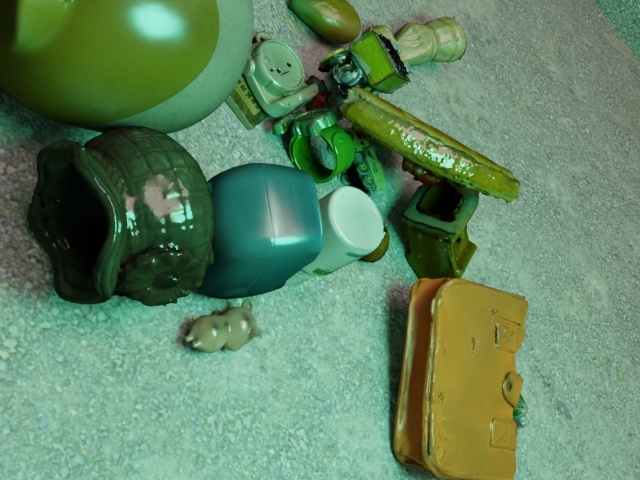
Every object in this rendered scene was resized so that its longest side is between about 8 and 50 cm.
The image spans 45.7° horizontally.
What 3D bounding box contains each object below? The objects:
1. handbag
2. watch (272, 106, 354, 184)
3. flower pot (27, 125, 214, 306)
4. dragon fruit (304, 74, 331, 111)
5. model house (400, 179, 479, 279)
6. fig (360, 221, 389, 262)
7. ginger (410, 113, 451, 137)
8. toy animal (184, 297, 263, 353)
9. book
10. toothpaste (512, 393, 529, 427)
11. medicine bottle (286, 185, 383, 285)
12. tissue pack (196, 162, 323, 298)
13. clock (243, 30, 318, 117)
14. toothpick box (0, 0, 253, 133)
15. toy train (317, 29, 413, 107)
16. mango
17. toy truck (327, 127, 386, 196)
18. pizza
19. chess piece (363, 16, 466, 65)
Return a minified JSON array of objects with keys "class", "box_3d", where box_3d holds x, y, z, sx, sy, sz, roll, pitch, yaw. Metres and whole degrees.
[{"class":"handbag","box_3d":[0.310,0.295,1.620,0.303,0.116,0.410,16,75,-33]},{"class":"watch","box_3d":[-0.009,-0.209,1.668,0.131,0.165,0.152,-40,122,-46]},{"class":"flower pot","box_3d":[-0.308,-0.023,1.199,0.213,0.302,0.302,-14,78,-40]},{"class":"dragon fruit","box_3d":[-0.003,-0.341,1.779,0.060,0.056,0.083,8,62,-37]},{"class":"model house","box_3d":[0.303,-0.005,1.799,0.268,0.173,0.239,-49,135,-42]},{"class":"fig","box_3d":[0.124,-0.005,1.670,0.089,0.125,0.089,17,57,-29]},{"class":"ginger","box_3d":[0.319,-0.221,1.989,0.333,0.081,0.148,23,40,-32]},{"class":"toy animal","box_3d":[-0.172,0.162,1.359,0.150,0.089,0.083,-18,85,-35]},{"class":"book","box_3d":[-0.142,-0.359,1.691,0.160,0.024,0.228,52,45,-10]},{"class":"toothpaste","box_3d":[0.434,0.335,1.825,0.078,0.047,0.248,-21,81,-47]},{"class":"medicine bottle","box_3d":[0.000,0.000,1.480,0.139,0.237,0.139,19,57,-32]},{"class":"tissue pack","box_3d":[-0.137,-0.009,1.335,0.206,0.287,0.198,-4,73,-24]},{"class":"clock","box_3d":[-0.101,-0.374,1.674,0.151,0.062,0.191,-38,98,-46]},{"class":"toothpick box","box_3d":[-0.355,-0.383,1.239,0.425,0.409,0.409,3,67,-48]},{"class":"toy train","box_3d":[0.107,-0.399,1.791,0.134,0.177,0.261,60,16,1]},{"class":"mango","box_3d":[0.013,-0.564,1.889,0.194,0.092,0.130,15,61,-25]},{"class":"toy truck","box_3d":[0.093,-0.180,1.767,0.100,0.077,0.169,-17,79,-41]},{"class":"pizza","box_3d":[0.216,-0.214,1.739,0.440,0.130,0.406,27,10,-12]},{"class":"chess piece","box_3d":[0.249,-0.530,2.067,0.300,0.137,0.137,-19,82,-34]}]
